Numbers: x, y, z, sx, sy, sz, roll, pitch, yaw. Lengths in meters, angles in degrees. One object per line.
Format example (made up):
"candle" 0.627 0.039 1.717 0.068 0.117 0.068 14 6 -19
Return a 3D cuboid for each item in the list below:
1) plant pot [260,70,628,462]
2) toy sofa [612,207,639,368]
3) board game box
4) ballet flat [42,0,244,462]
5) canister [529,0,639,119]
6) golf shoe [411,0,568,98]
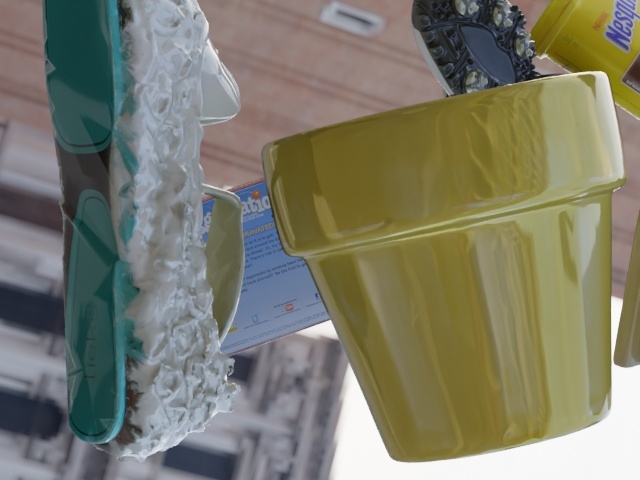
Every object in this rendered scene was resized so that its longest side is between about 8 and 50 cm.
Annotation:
"plant pot" 0.104 0.022 1.271 0.254 0.254 0.239 167 -89 -71
"toy sofa" 0.433 0.071 1.440 0.362 0.177 0.150 19 -71 38
"board game box" 0.000 0.000 1.653 0.027 0.281 0.145 -157 -130 -75
"ballet flat" -0.119 -0.051 1.266 0.147 0.147 0.409 -150 -121 -73
"canister" 0.293 -0.185 1.711 0.126 0.170 0.073 -53 176 -42
"golf shoe" 0.145 -0.143 1.625 0.120 0.273 0.105 10 -110 43
